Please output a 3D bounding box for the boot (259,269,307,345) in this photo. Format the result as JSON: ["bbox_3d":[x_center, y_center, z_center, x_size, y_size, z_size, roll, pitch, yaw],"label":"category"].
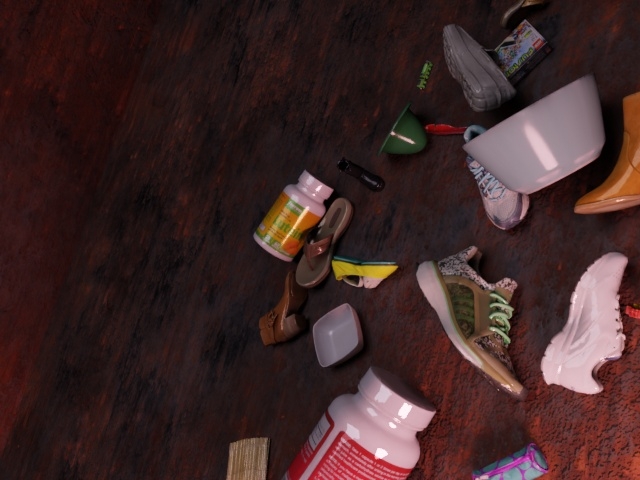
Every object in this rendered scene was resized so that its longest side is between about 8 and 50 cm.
[{"bbox_3d":[-0.112,0.191,2.287,0.152,0.073,0.197,-31,47,38],"label":"boot"}]

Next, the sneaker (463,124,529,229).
[{"bbox_3d":[0.390,-0.150,1.900,0.110,0.122,0.282,-35,48,30],"label":"sneaker"}]

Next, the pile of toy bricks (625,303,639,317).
[{"bbox_3d":[0.654,0.114,1.475,0.212,0.105,0.118,18,103,49],"label":"pile of toy bricks"}]

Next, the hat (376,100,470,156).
[{"bbox_3d":[0.270,-0.252,2.158,0.173,0.184,0.208,-59,-1,-5],"label":"hat"}]

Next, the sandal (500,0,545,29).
[{"bbox_3d":[0.526,-0.591,2.039,0.180,0.072,0.049,-47,59,21],"label":"sandal"}]

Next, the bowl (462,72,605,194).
[{"bbox_3d":[0.476,-0.208,1.746,0.312,0.312,0.163,-28,89,34],"label":"bowl"}]

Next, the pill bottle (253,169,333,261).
[{"bbox_3d":[-0.071,-0.074,2.332,0.245,0.136,0.136,-55,41,9],"label":"pill bottle"}]

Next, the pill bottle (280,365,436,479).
[{"bbox_3d":[0.073,0.493,1.811,0.407,0.229,0.229,-57,41,7],"label":"pill bottle"}]

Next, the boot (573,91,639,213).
[{"bbox_3d":[0.632,-0.184,1.643,0.295,0.104,0.211,-19,76,26],"label":"boot"}]

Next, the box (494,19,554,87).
[{"bbox_3d":[0.468,-0.439,2.038,0.207,0.036,0.114,-45,44,20],"label":"box"}]

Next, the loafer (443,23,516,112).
[{"bbox_3d":[0.386,-0.435,2.027,0.112,0.112,0.319,-15,50,-2],"label":"loafer"}]

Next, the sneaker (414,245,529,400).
[{"bbox_3d":[0.356,0.156,1.770,0.182,0.158,0.410,-37,49,11],"label":"sneaker"}]

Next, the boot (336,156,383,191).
[{"bbox_3d":[0.106,-0.182,2.232,0.045,0.099,0.121,-58,41,8],"label":"boot"}]

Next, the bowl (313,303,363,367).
[{"bbox_3d":[0.052,0.250,2.096,0.142,0.053,0.142,-35,47,28],"label":"bowl"}]

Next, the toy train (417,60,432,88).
[{"bbox_3d":[0.286,-0.456,2.248,0.017,0.024,0.083,10,77,48],"label":"toy train"}]

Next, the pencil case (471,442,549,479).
[{"bbox_3d":[0.376,0.462,1.631,0.152,0.070,0.064,-36,47,27],"label":"pencil case"}]

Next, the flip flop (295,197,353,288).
[{"bbox_3d":[0.000,0.000,2.259,0.112,0.080,0.277,24,85,46],"label":"flip flop"}]

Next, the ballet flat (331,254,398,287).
[{"bbox_3d":[0.115,0.084,2.115,0.231,0.077,0.077,5,95,50],"label":"ballet flat"}]

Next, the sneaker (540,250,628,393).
[{"bbox_3d":[0.546,0.164,1.607,0.129,0.111,0.297,22,90,34],"label":"sneaker"}]

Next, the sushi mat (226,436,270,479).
[{"bbox_3d":[-0.202,0.682,2.158,0.151,0.019,0.316,-19,57,41],"label":"sushi mat"}]
